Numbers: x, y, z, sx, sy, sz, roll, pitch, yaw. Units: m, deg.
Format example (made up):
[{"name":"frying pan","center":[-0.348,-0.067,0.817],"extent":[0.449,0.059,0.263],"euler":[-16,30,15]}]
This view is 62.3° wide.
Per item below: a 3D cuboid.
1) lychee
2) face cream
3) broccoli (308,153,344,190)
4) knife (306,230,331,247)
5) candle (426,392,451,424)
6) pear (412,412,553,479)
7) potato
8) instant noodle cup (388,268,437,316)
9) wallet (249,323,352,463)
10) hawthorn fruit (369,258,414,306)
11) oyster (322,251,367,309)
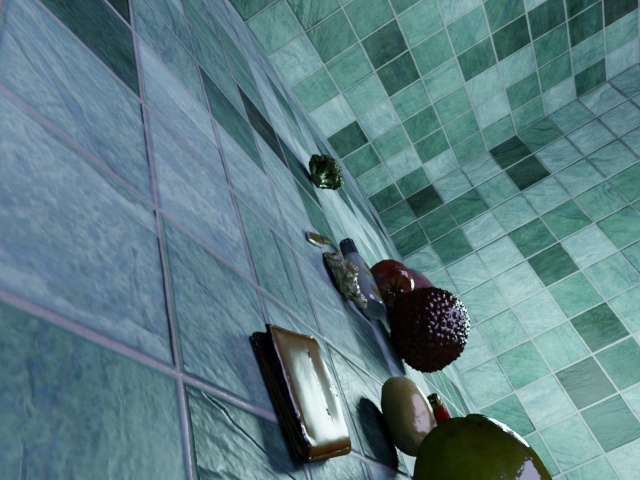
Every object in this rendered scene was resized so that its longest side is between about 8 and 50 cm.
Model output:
[{"name":"lychee","center":[0.358,0.290,1.740],"extent":[0.276,0.275,0.304],"euler":[59,26,-5]},{"name":"face cream","center":[0.124,0.111,1.672],"extent":[0.144,0.071,0.291],"euler":[49,14,-44]},{"name":"broccoli","center":[0.015,-0.267,2.060],"extent":[0.138,0.145,0.162],"euler":[-47,126,-47]},{"name":"knife","center":[0.001,0.000,1.541],"extent":[0.046,0.022,0.256],"euler":[66,12,10]},{"name":"candle","center":[0.396,0.571,1.747],"extent":[0.131,0.052,0.052],"euler":[59,11,-8]},{"name":"pear","center":[0.297,0.478,0.969],"extent":[0.269,0.269,0.321],"euler":[51,21,-39]},{"name":"potato","center":[0.192,0.385,1.154],"extent":[0.119,0.109,0.178],"euler":[82,-5,-52]},{"name":"instant noodle cup","center":[0.365,0.251,2.030],"extent":[0.243,0.243,0.231],"euler":[53,5,-32]},{"name":"wallet","center":[-0.025,0.224,0.777],"extent":[0.161,0.042,0.196],"euler":[32,31,-59]},{"name":"hawthorn fruit","center":[0.243,0.148,1.881],"extent":[0.173,0.172,0.173],"euler":[56,11,-17]},{"name":"oyster","center":[0.081,0.104,1.486],"extent":[0.191,0.081,0.163],"euler":[64,6,1]}]
